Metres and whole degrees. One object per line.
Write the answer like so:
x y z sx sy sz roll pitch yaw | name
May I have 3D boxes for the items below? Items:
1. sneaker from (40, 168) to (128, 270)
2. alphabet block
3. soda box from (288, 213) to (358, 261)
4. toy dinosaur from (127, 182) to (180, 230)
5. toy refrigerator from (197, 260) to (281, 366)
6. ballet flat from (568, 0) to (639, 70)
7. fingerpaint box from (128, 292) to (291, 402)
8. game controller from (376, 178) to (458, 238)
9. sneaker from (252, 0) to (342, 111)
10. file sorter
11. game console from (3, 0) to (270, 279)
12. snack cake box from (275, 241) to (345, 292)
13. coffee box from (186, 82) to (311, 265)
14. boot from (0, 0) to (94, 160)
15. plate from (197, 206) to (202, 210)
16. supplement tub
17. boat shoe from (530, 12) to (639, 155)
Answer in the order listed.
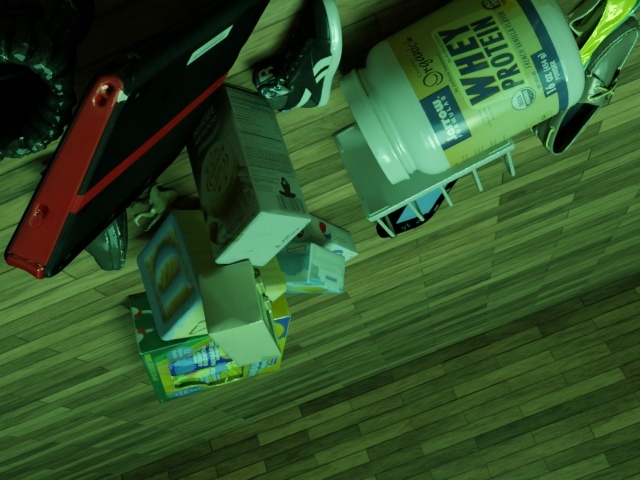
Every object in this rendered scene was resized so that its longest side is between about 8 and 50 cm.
-0.407 -0.042 1.035 0.130 0.109 0.286 -3 144 -12 | sneaker
-0.218 0.065 1.176 0.197 0.193 0.192 -2 151 -43 | alphabet block
0.000 0.000 1.419 0.074 0.069 0.216 -32 151 23 | soda box
-0.310 -0.069 1.106 0.092 0.053 0.183 -33 163 -8 | toy dinosaur
-0.126 0.133 1.010 0.094 0.102 0.269 -14 157 -2 | toy refrigerator
0.467 -0.365 1.069 0.077 0.077 0.231 13 140 -16 | ballet flat
-0.291 0.270 1.618 0.371 0.163 0.445 -12 153 -16 | fingerpaint box
0.238 -0.110 1.382 0.166 0.067 0.319 -10 153 -20 | game controller
-0.041 -0.263 0.873 0.121 0.079 0.217 -16 155 -13 | sneaker
0.204 -0.158 1.128 0.277 0.193 0.173 -28 156 14 | file sorter
-0.213 -0.148 0.725 0.060 0.386 0.342 36 129 -8 | game console
-0.095 0.066 1.336 0.264 0.089 0.152 -3 166 31 | snack cake box
-0.122 -0.101 0.934 0.098 0.247 0.141 6 144 -41 | coffee box
-0.390 -0.145 0.626 0.348 0.260 0.131 -33 132 18 | boot
-0.180 -0.055 1.236 0.188 0.024 0.188 -16 153 -9 | plate
0.210 -0.243 0.923 0.316 0.228 0.228 -27 153 13 | supplement tub
0.534 -0.303 1.189 0.116 0.097 0.324 -10 152 -21 | boat shoe
